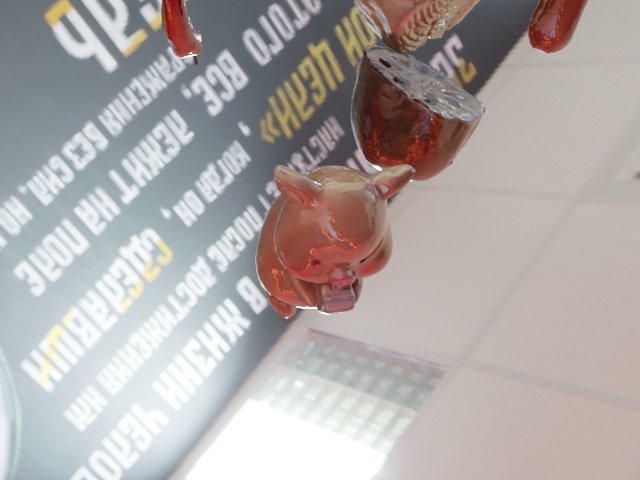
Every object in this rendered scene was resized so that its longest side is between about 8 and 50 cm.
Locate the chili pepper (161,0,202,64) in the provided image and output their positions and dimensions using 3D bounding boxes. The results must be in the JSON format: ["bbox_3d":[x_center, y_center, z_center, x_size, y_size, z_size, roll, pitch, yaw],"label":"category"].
[{"bbox_3d":[-0.255,-0.389,1.750,0.063,0.272,0.071,-17,-110,-2],"label":"chili pepper"}]

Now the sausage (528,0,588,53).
[{"bbox_3d":[0.400,-0.396,1.572,0.077,0.077,0.194,37,-76,58],"label":"sausage"}]

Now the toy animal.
[{"bbox_3d":[0.002,0.001,1.397,0.195,0.212,0.256,-3,175,-21],"label":"toy animal"}]

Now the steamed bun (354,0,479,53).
[{"bbox_3d":[0.182,-0.493,1.749,0.320,0.206,0.275,-23,157,-52],"label":"steamed bun"}]

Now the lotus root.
[{"bbox_3d":[0.165,-0.227,1.810,0.272,0.272,0.192,-107,-147,-58],"label":"lotus root"}]
